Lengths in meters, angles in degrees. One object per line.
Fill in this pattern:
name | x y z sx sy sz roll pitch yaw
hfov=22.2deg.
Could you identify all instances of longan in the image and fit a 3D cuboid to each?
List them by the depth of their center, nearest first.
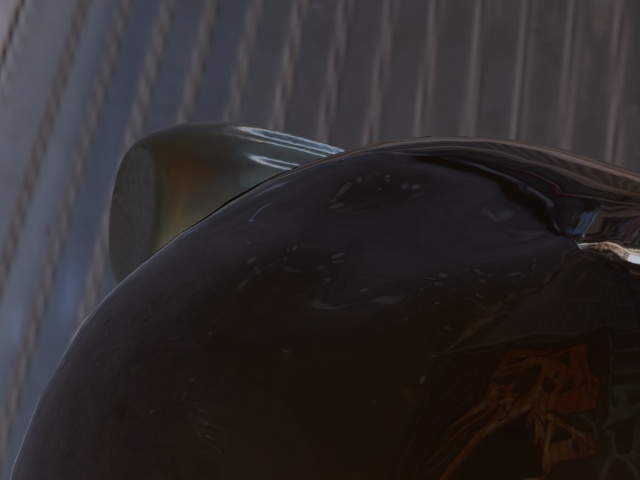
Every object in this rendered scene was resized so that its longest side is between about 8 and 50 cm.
longan | 0.060 0.127 0.594 0.361 0.361 0.361 5 90 -83

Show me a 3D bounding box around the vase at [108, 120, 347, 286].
vase | 0.000 0.000 0.997 0.128 0.248 0.128 -23 -116 60
